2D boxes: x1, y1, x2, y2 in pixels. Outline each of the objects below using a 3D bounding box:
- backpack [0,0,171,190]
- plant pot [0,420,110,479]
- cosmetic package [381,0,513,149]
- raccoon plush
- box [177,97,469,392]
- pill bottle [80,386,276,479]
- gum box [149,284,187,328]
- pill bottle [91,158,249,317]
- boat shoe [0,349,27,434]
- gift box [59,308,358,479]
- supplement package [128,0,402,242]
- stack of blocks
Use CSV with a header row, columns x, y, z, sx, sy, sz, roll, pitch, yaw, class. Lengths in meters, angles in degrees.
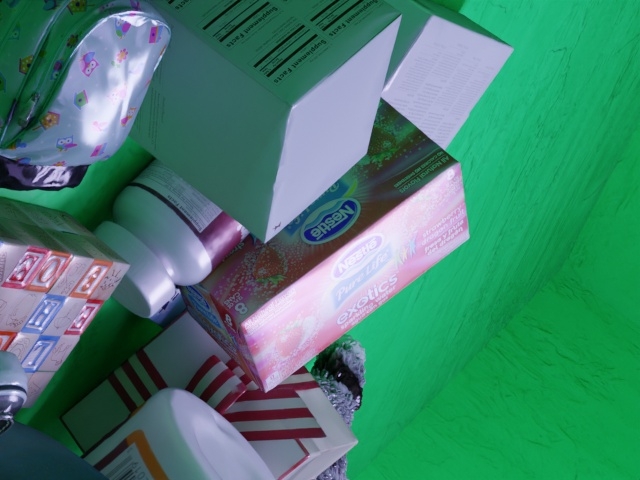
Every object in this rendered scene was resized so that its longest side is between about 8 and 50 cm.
x,y,z,sx,sy,sz,roll,pitch,yaw,class
-0.197,-0.128,1.140,0.182,0.115,0.152,-61,160,17,backpack
-0.322,0.270,1.354,0.271,0.255,0.272,-42,155,-24,plant pot
0.082,-0.162,1.866,0.284,0.097,0.377,-58,163,12,cosmetic package
-0.045,0.208,2.290,0.446,0.216,0.299,-78,174,-50,raccoon plush
0.000,0.000,1.626,0.300,0.154,0.142,-36,146,-16,box
-0.233,0.356,1.564,0.392,0.224,0.224,-40,165,8,pill bottle
-0.155,0.019,1.692,0.157,0.041,0.184,-51,165,-5,gum box
-0.130,-0.033,1.509,0.221,0.121,0.121,-46,163,-22,pill bottle
-0.363,0.213,1.204,0.335,0.119,0.121,-34,157,9,boat shoe
-0.112,0.234,1.777,0.255,0.276,0.258,-45,164,11,gift box
-0.065,-0.150,1.295,0.149,0.203,0.194,-42,161,-31,supplement package
-0.298,0.053,1.287,0.171,0.087,0.297,-54,164,5,stack of blocks
